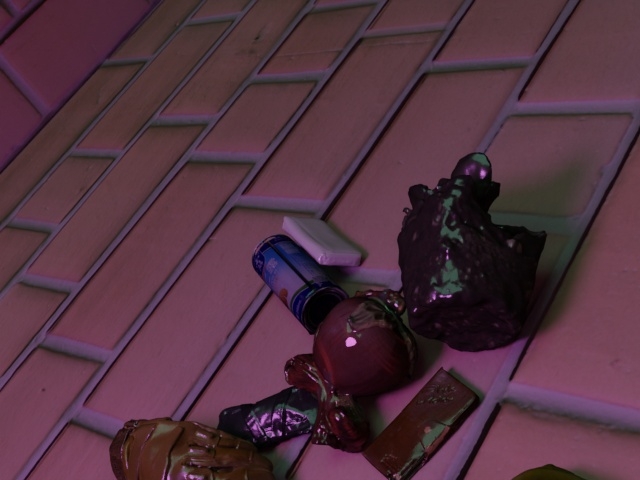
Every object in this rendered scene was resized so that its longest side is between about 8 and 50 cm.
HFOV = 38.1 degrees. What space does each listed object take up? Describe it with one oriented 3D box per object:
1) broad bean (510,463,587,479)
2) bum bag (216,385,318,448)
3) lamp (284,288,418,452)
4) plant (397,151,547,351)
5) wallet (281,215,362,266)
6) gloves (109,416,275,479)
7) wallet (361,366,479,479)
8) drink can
[{"bbox_3d":[0.287,0.336,1.092,0.124,0.082,0.174,-46,46,-14],"label":"broad bean"},{"bbox_3d":[-0.086,0.291,1.482,0.198,0.049,0.087,-22,61,18],"label":"bum bag"},{"bbox_3d":[0.064,0.187,1.408,0.223,0.151,0.215,-59,36,23],"label":"lamp"},{"bbox_3d":[0.223,0.017,1.398,0.199,0.188,0.276,128,152,-53],"label":"plant"},{"bbox_3d":[0.000,0.000,1.718,0.190,0.095,0.033,42,122,56],"label":"wallet"},{"bbox_3d":[-0.211,0.354,1.421,0.331,0.141,0.154,2,65,49],"label":"gloves"},{"bbox_3d":[0.144,0.266,1.333,0.176,0.026,0.095,-44,38,-10],"label":"wallet"},{"bbox_3d":[-0.038,0.075,1.650,0.097,0.097,0.235,-40,36,-6],"label":"drink can"}]
